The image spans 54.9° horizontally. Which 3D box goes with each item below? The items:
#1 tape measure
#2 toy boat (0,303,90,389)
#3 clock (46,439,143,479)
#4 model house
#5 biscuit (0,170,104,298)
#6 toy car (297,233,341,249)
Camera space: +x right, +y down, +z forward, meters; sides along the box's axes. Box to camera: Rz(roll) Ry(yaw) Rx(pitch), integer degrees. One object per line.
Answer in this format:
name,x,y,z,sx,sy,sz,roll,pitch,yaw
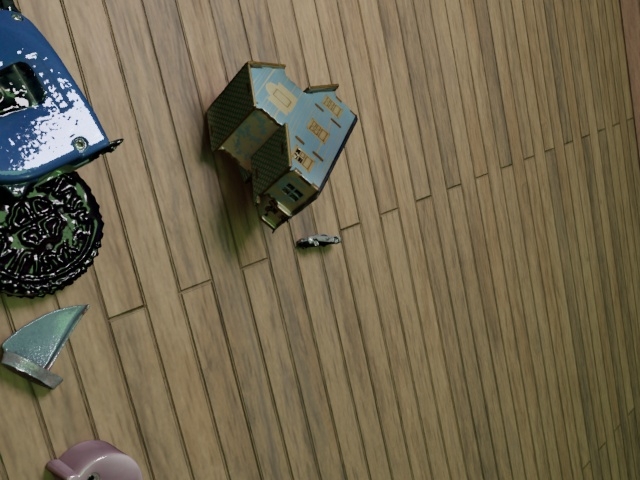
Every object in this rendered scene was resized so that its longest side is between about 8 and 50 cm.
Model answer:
tape measure,-0.417,-0.219,0.729,0.215,0.097,0.352,-38,100,-37
toy boat,-0.371,0.130,0.842,0.096,0.034,0.122,42,54,-33
clock,-0.266,0.431,0.894,0.290,0.080,0.276,8,84,-43
model house,-0.083,-0.175,1.010,0.206,0.178,0.271,41,46,-17
biscuit,-0.381,-0.018,0.814,0.194,0.053,0.195,1,88,-42
toy car,0.000,0.000,1.170,0.093,0.041,0.025,-6,86,-42
